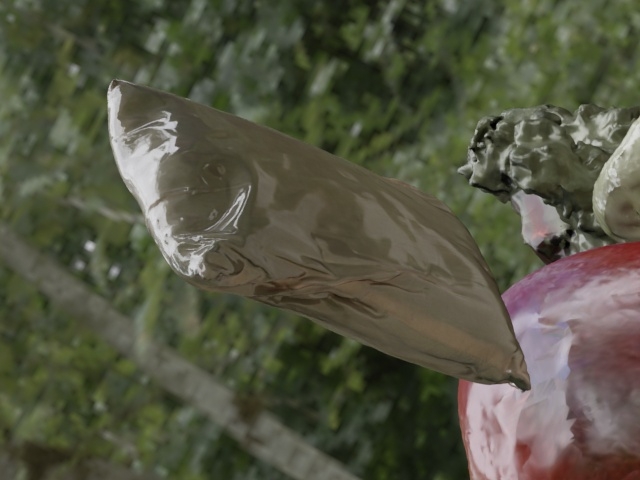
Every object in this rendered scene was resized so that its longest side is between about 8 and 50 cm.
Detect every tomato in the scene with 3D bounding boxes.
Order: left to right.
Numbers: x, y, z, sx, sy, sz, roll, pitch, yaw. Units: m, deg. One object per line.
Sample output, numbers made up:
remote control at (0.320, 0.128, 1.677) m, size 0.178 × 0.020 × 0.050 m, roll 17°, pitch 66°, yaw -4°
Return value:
tomato at (0.231, 0.118, 1.314) m, size 0.289 × 0.335 × 0.176 m, roll -28°, pitch -43°, yaw 17°

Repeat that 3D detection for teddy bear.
teddy bear at (0.281, 0.043, 1.654) m, size 0.224 × 0.357 × 0.367 m, roll -34°, pitch 15°, yaw 32°

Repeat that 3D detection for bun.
bun at (0.321, -0.074, 1.472) m, size 0.231 × 0.133 × 0.231 m, roll -50°, pitch -15°, yaw -18°

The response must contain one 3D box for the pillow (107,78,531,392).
pillow at (0.000, 0.000, 1.089) m, size 0.067 × 0.270 × 0.173 m, roll -52°, pitch 36°, yaw 29°
